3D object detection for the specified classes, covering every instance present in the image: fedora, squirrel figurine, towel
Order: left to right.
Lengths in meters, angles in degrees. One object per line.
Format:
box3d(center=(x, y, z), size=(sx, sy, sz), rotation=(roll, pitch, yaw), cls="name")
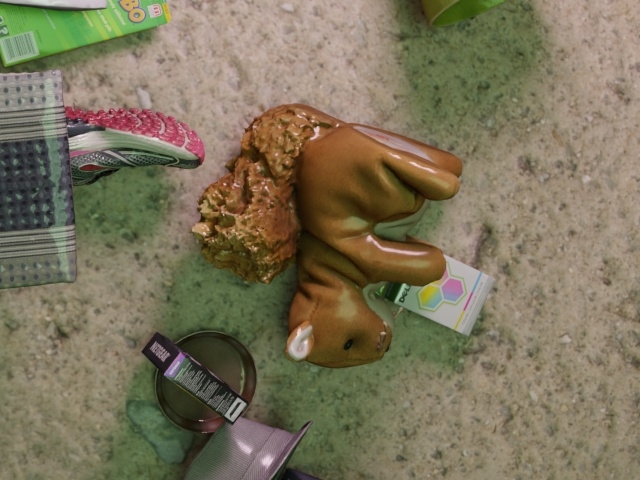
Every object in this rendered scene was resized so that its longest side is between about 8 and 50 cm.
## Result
box3d(center=(-0.513, -0.080, 1.709), size=(0.324, 0.056, 0.312), rotation=(-4, 98, -1), cls="towel")
box3d(center=(-0.134, 0.362, 1.882), size=(0.124, 0.243, 0.275), rotation=(32, 131, 7), cls="fedora")
box3d(center=(0.000, 0.000, 1.876), size=(0.397, 0.281, 0.370), rotation=(20, 103, -4), cls="squirrel figurine")

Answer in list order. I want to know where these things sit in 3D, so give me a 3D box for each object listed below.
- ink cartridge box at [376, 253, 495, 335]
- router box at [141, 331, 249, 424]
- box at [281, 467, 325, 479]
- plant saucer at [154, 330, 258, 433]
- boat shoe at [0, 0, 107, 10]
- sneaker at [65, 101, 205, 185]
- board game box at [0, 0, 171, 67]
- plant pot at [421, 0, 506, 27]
box3d(center=(0.174, 0.068, 2.013), size=(0.209, 0.062, 0.109), rotation=(25, 89, -19), cls="ink cartridge box")
box3d(center=(-0.192, 0.206, 1.822), size=(0.133, 0.179, 0.046), rotation=(40, 82, -18), cls="router box")
box3d(center=(0.027, 0.574, 1.873), size=(0.179, 0.343, 0.312), rotation=(28, 87, -35), cls="box")
box3d(center=(-0.185, 0.224, 1.937), size=(0.168, 0.029, 0.168), rotation=(-2, 98, -17), cls="plant saucer")
box3d(center=(-0.429, -0.375, 1.707), size=(0.258, 0.095, 0.084), rotation=(4, 98, -18), cls="boat shoe")
box3d(center=(-0.322, -0.136, 1.802), size=(0.299, 0.121, 0.112), rotation=(4, 113, -5), cls="sneaker")
box3d(center=(-0.362, -0.350, 1.796), size=(0.259, 0.039, 0.124), rotation=(-17, 101, -12), cls="board game box")
box3d(center=(0.229, -0.523, 1.864), size=(0.275, 0.275, 0.293), rotation=(-25, 89, -13), cls="plant pot")
